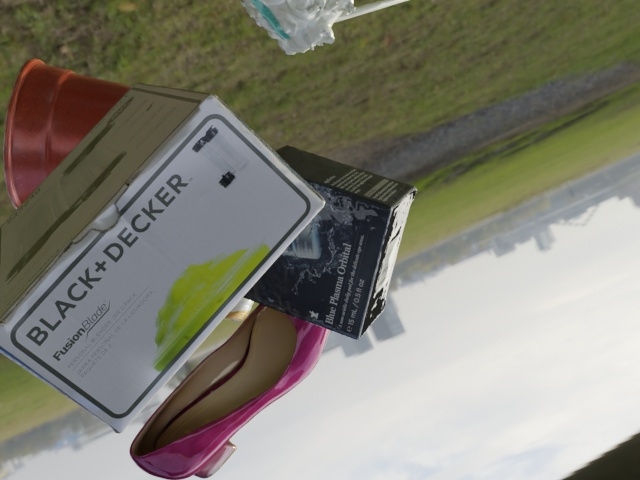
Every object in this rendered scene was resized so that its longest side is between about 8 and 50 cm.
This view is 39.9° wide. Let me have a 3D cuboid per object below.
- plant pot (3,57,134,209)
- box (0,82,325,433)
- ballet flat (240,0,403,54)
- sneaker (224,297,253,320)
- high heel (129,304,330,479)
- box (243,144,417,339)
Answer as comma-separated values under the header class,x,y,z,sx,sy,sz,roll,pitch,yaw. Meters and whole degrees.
class,x,y,z,sx,sy,sz,roll,pitch,yaw
plant pot,-0.382,-0.170,1.557,0.265,0.272,0.272,7,175,-2
box,-0.125,-0.012,0.573,0.169,0.087,0.290,-49,-159,-6
ballet flat,0.080,-0.296,0.792,0.409,0.147,0.147,-40,-177,-24
sneaker,-0.237,0.033,1.596,0.130,0.297,0.112,-67,164,1
high heel,-0.111,0.175,1.234,0.377,0.127,0.181,-59,153,-6
box,0.000,0.000,0.944,0.158,0.155,0.093,19,-156,16
